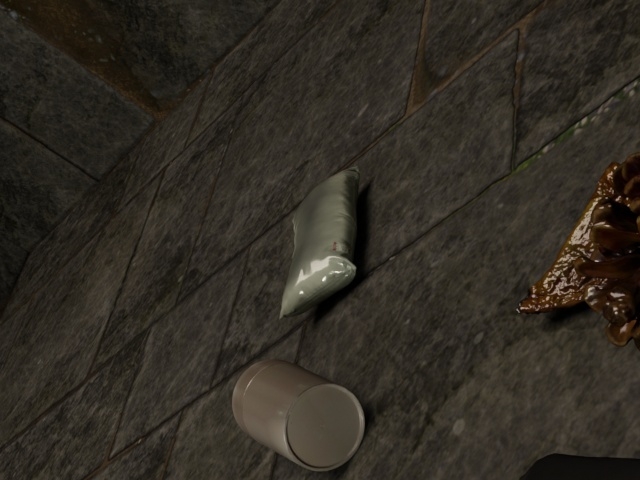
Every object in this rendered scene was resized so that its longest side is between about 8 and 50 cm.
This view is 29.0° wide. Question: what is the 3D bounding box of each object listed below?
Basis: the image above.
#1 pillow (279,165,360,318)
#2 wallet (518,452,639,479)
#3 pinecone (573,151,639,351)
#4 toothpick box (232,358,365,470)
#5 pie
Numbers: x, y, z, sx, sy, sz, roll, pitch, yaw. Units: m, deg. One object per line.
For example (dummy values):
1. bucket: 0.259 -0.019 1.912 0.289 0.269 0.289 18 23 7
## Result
1. pillow: -0.001 0.000 1.825 0.144 0.078 0.254 -43 25 30
2. wallet: 0.252 0.255 0.942 0.377 0.051 0.197 -15 47 62
3. pinecone: 0.307 0.009 1.028 0.212 0.168 0.185 -56 2 -40
4. toothpick box: -0.031 0.213 1.530 0.111 0.111 0.180 -59 22 -9
5. pie: 0.282 0.011 1.266 0.191 0.033 0.088 -55 36 -4
